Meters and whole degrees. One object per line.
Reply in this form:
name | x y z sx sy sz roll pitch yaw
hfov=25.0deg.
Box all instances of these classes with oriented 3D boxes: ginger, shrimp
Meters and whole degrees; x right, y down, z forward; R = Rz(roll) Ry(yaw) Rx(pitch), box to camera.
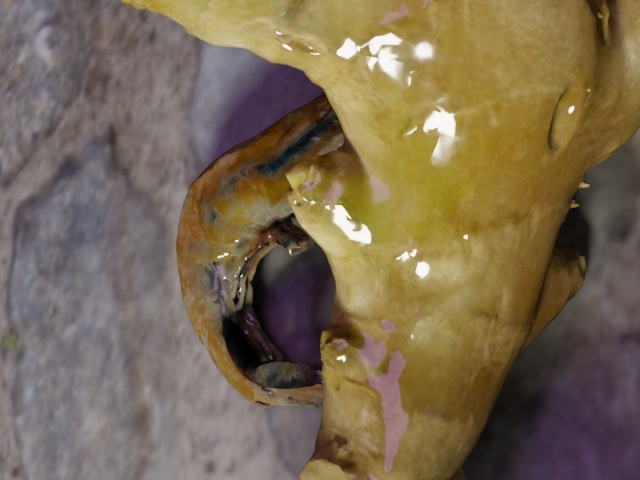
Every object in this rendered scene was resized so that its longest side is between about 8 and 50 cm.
ginger | 0.085 -0.075 0.611 0.122 0.363 0.348 35 143 57
shrimp | 0.000 0.000 0.711 0.219 0.046 0.152 -38 60 36
